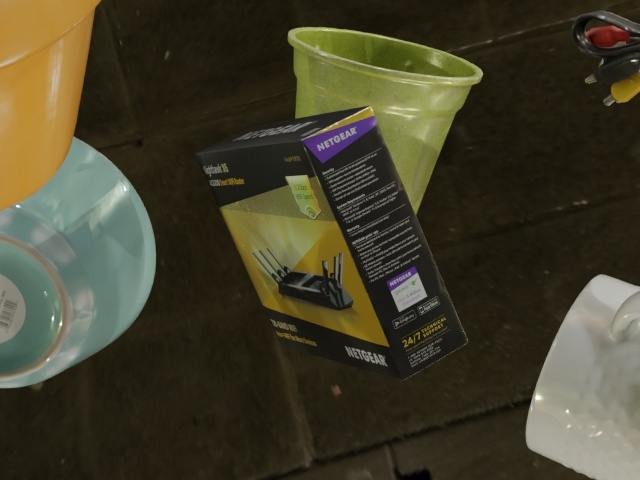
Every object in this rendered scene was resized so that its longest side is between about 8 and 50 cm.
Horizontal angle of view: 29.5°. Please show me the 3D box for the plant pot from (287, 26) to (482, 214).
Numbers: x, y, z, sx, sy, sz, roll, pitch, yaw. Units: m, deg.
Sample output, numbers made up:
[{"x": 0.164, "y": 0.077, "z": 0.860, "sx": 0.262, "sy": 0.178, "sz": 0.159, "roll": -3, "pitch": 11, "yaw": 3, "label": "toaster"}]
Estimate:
[{"x": 0.065, "y": -0.146, "z": 1.727, "sx": 0.276, "sy": 0.276, "sz": 0.253, "roll": 9, "pitch": 109, "yaw": -9, "label": "plant pot"}]

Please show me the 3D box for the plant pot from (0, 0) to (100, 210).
[{"x": -0.194, "y": -0.116, "z": 0.599, "sx": 0.205, "sy": 0.188, "sz": 0.205, "roll": 2, "pitch": 52, "yaw": -2, "label": "plant pot"}]

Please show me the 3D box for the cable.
[{"x": 0.436, "y": -0.261, "z": 1.575, "sx": 0.072, "sy": 0.287, "sz": 0.139, "roll": -36, "pitch": 102, "yaw": -33, "label": "cable"}]

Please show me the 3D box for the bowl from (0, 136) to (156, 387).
[{"x": -0.348, "y": 0.039, "z": 1.348, "sx": 0.312, "sy": 0.163, "sz": 0.311, "roll": 0, "pitch": 113, "yaw": 1, "label": "bowl"}]

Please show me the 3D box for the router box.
[{"x": 0.000, "y": 0.000, "z": 1.227, "sx": 0.081, "sy": 0.309, "sz": 0.242, "roll": -28, "pitch": 101, "yaw": -21, "label": "router box"}]

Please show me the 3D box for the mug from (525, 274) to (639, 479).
[{"x": 0.487, "y": 0.200, "z": 1.648, "sx": 0.328, "sy": 0.374, "sz": 0.276, "roll": 22, "pitch": 56, "yaw": 24, "label": "mug"}]
